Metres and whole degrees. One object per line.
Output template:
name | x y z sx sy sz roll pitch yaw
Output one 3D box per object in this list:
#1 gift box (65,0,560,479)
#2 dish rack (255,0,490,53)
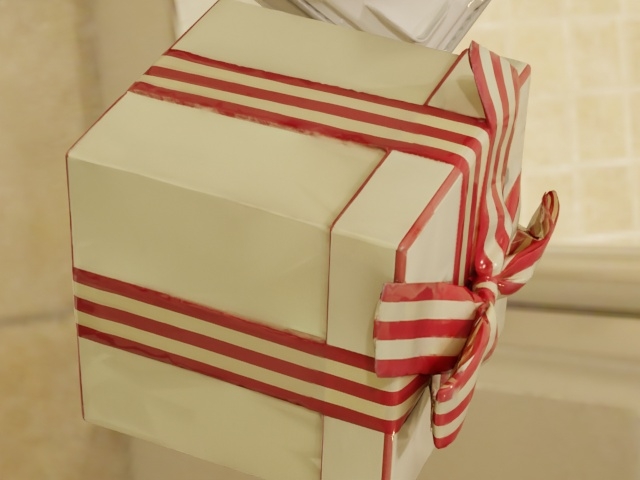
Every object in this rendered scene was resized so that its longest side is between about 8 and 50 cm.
gift box | 0.000 0.000 1.202 0.255 0.258 0.276 -57 156 -43
dish rack | 0.032 -0.295 1.389 0.333 0.072 0.285 36 90 -21
